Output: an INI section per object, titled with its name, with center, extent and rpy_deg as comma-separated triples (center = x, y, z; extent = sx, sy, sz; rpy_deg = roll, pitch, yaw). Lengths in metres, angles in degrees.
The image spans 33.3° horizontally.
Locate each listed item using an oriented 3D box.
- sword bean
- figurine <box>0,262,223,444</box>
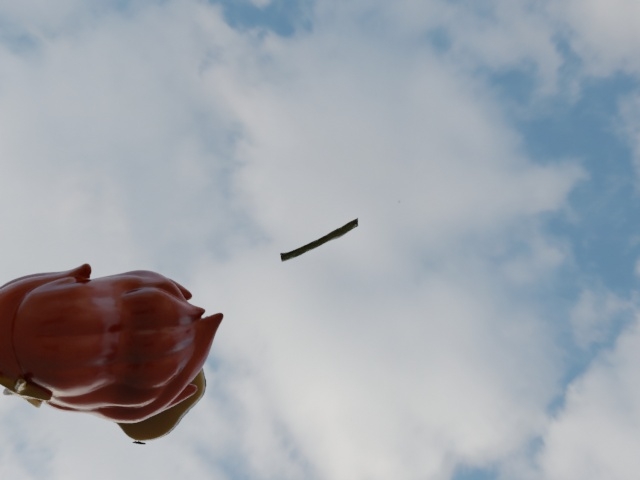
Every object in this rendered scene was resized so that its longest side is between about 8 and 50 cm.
[sword bean]
center = 0.000, 0.000, 1.005
extent = 0.083, 0.012, 0.012
rpy_deg = -25, -90, -6
[figurine]
center = -0.212, 0.109, 1.104
extent = 0.208, 0.257, 0.181
rpy_deg = 32, -95, 17
